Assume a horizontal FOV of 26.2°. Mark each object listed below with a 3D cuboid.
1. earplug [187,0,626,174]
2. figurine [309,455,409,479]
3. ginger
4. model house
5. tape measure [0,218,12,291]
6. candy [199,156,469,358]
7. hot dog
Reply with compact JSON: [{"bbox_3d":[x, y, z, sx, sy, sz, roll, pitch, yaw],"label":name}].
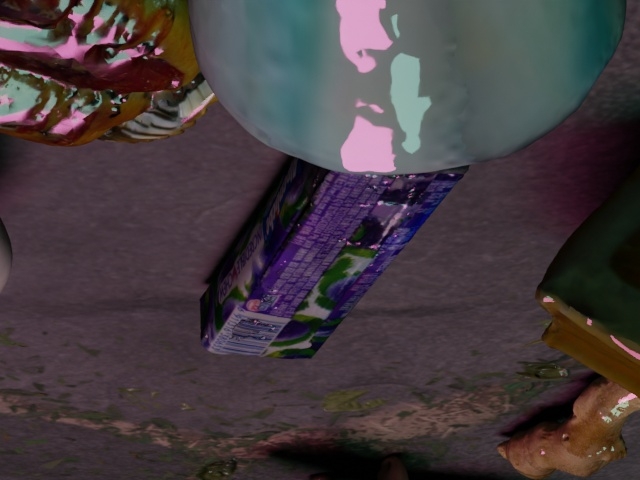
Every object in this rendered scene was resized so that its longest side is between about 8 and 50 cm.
[{"bbox_3d":[0.019,-0.188,0.454,0.185,0.185,0.324,-4,146,5],"label":"earplug"},{"bbox_3d":[0.089,0.347,1.430,0.248,0.203,0.381,-19,147,36],"label":"figurine"},{"bbox_3d":[0.249,0.176,1.249,0.089,0.075,0.288,31,149,-10],"label":"ginger"},{"bbox_3d":[0.278,0.028,0.890,0.268,0.173,0.239,0,160,11],"label":"model house"},{"bbox_3d":[-0.310,0.042,0.796,0.265,0.130,0.258,-39,172,-24],"label":"tape measure"},{"bbox_3d":[0.000,0.000,0.911,0.088,0.061,0.312,7,152,-18],"label":"candy"},{"bbox_3d":[-0.167,-0.115,0.664,0.270,0.081,0.163,22,146,-39],"label":"hot dog"}]
